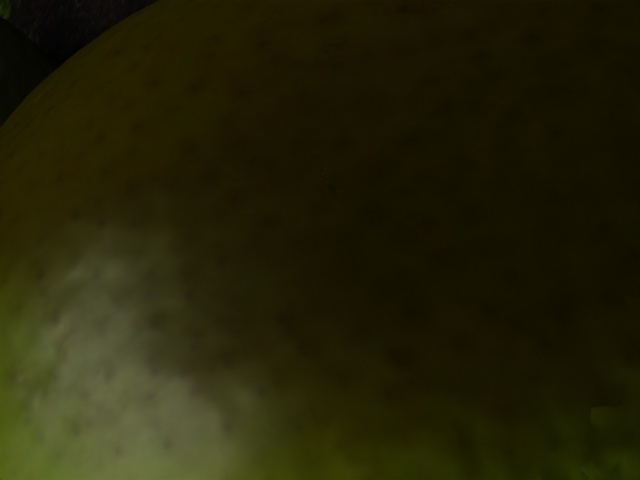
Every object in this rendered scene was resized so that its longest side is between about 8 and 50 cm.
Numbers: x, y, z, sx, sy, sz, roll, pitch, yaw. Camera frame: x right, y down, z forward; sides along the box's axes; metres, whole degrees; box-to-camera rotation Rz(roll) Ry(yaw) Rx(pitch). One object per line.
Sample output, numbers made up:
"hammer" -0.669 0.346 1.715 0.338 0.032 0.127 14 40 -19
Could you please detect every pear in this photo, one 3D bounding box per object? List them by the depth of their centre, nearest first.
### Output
"pear" 0.017 0.083 0.601 0.418 0.362 0.362 -34 49 25

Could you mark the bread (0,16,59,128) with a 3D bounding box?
"bread" -0.318 -0.043 1.238 0.320 0.237 0.320 -40 42 51
